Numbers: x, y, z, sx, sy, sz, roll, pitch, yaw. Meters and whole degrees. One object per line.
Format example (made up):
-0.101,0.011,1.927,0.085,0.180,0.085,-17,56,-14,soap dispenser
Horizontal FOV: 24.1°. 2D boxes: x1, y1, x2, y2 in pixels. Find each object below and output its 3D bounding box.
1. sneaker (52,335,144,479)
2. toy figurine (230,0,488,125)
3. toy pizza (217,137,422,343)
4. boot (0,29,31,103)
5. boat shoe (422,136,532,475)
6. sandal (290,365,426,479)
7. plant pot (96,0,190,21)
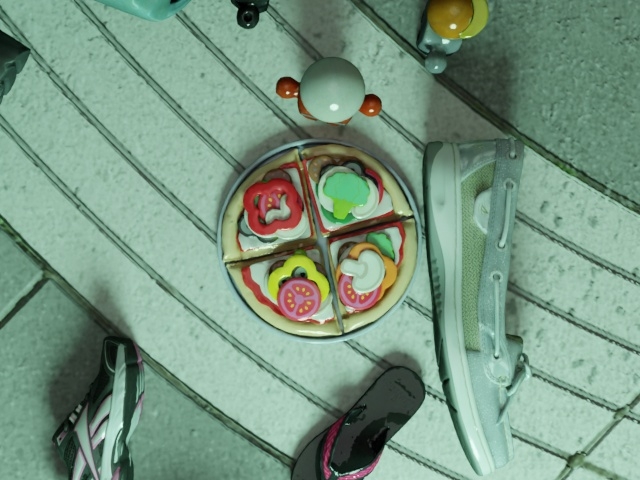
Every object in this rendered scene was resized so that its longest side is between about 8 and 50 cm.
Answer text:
-0.217,0.178,1.423,0.077,0.072,0.178,6,82,8,sneaker
0.029,-0.227,1.406,0.209,0.148,0.213,-30,90,-4,toy figurine
0.000,0.000,1.456,0.201,0.032,0.201,0,88,-3,toy pizza
-0.517,-0.128,1.195,0.445,0.146,0.367,32,80,-6,boot
0.158,0.061,1.424,0.103,0.118,0.320,-6,82,1,boat shoe
0.034,0.196,1.448,0.067,0.040,0.179,39,87,-2,sandal
-0.234,-0.366,1.274,0.334,0.341,0.341,27,87,8,plant pot
